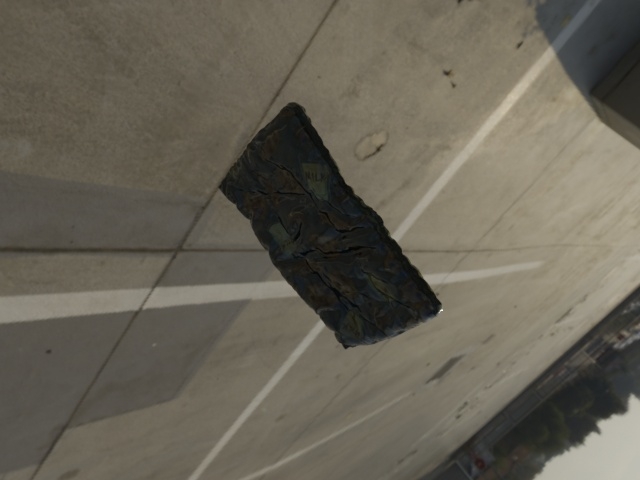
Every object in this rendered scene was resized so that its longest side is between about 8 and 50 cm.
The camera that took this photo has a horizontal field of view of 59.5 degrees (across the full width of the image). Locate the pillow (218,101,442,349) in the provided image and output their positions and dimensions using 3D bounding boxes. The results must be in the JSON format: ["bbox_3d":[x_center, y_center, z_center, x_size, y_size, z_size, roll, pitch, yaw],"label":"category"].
[{"bbox_3d":[0.000,0.002,0.588,0.034,0.255,0.189,-39,-179,-37],"label":"pillow"}]
